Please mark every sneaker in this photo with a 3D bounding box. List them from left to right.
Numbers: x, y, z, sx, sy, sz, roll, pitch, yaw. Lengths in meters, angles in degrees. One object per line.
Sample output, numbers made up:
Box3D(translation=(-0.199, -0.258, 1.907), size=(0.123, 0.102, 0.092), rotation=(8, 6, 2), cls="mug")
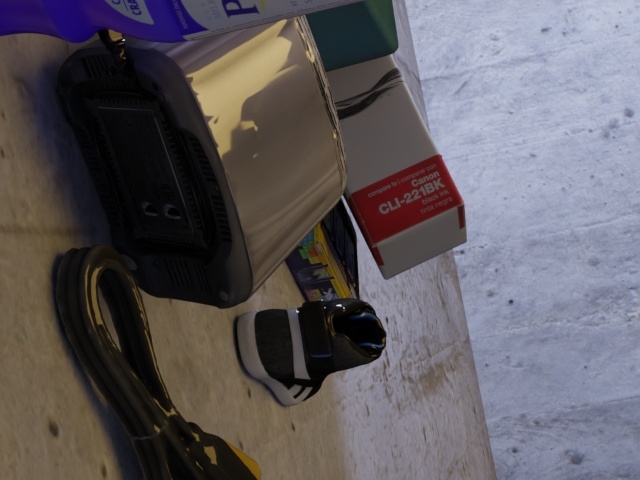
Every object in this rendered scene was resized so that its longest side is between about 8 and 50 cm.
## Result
Box3D(translation=(0.009, 0.105, 1.294), size=(0.217, 0.121, 0.079), rotation=(39, 42, -73), cls="sneaker")

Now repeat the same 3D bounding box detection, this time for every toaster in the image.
Box3D(translation=(-0.075, -0.077, 0.933), size=(0.146, 0.129, 0.227), rotation=(-41, 123, -40), cls="toaster")

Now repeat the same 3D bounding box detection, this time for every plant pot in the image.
Box3D(translation=(-0.044, -0.295, 1.355), size=(0.234, 0.166, 0.165), rotation=(53, 27, -54), cls="plant pot")

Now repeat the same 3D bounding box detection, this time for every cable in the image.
Box3D(translation=(-0.113, 0.138, 0.907), size=(0.287, 0.072, 0.139), rotation=(57, 39, -33), cls="cable")

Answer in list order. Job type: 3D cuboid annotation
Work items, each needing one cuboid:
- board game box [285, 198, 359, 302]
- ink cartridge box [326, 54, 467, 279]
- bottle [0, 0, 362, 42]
Box3D(translation=(0.000, 0.000, 1.545), size=(0.170, 0.048, 0.141), rotation=(65, 20, -49), cls="board game box")
Box3D(translation=(0.059, -0.114, 1.566), size=(0.197, 0.114, 0.273), rotation=(61, 4, -76), cls="ink cartridge box")
Box3D(translation=(-0.075, -0.166, 0.731), size=(0.092, 0.283, 0.118), rotation=(-82, 159, -59), cls="bottle")
